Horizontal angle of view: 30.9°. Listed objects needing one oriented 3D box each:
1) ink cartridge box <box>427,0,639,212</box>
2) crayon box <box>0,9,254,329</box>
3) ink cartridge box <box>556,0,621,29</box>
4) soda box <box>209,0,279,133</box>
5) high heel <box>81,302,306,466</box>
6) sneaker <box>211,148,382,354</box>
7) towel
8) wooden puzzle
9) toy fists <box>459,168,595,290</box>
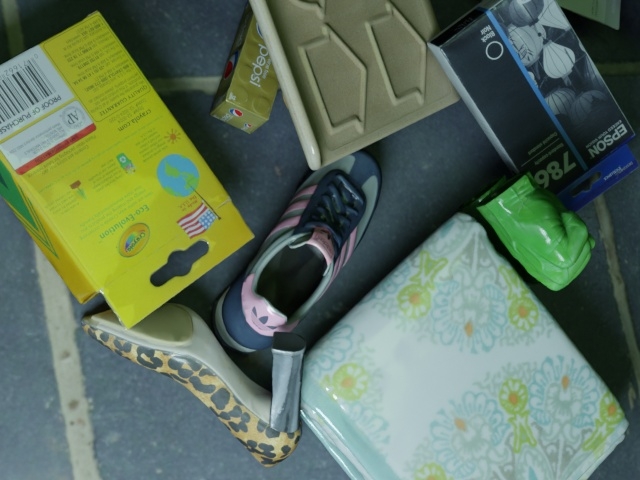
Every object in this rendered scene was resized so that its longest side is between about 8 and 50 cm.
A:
[{"bbox_3d":[0.299,-0.175,1.542,0.165,0.065,0.333,-37,111,0],"label":"ink cartridge box"},{"bbox_3d":[-0.248,-0.074,1.311,0.202,0.081,0.319,-36,94,-29],"label":"crayon box"},{"bbox_3d":[0.328,-0.469,1.710,0.261,0.066,0.296,17,70,-22],"label":"ink cartridge box"},{"bbox_3d":[-0.078,-0.230,1.449,0.061,0.058,0.181,24,68,-20],"label":"soda box"},{"bbox_3d":[-0.147,0.172,1.313,0.261,0.186,0.093,10,32,7],"label":"high heel"},{"bbox_3d":[0.000,0.000,1.386,0.112,0.131,0.319,39,63,-12],"label":"sneaker"},{"bbox_3d":[0.175,0.205,1.424,0.320,0.090,0.374,-43,101,-19],"label":"towel"},{"bbox_3d":[0.023,-0.283,1.455,0.347,0.080,0.322,-30,104,-46],"label":"wooden puzzle"},{"bbox_3d":[0.264,-0.013,1.451,0.096,0.279,0.142,-38,92,-2],"label":"toy fists"}]
